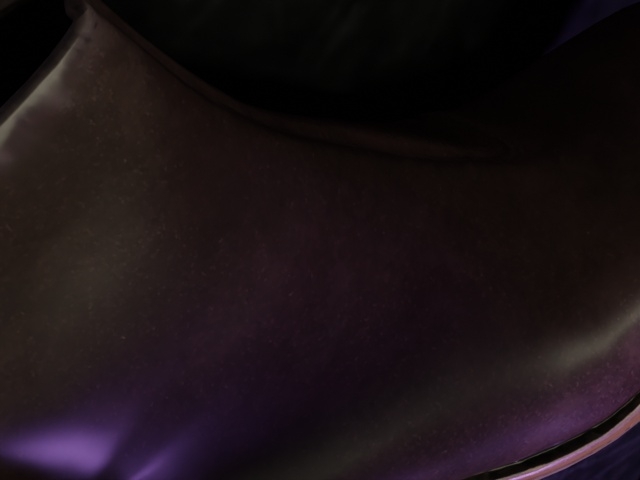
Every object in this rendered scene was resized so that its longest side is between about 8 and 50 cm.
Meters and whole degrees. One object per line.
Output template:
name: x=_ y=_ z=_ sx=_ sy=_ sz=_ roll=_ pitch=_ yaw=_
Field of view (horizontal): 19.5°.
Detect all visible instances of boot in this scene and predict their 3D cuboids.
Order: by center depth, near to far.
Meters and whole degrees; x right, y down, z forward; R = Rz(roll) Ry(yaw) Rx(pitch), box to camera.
boot: x=0.000 y=0.000 z=0.414 sx=0.248 sy=0.090 sz=0.207 roll=-44 pitch=147 yaw=-1
